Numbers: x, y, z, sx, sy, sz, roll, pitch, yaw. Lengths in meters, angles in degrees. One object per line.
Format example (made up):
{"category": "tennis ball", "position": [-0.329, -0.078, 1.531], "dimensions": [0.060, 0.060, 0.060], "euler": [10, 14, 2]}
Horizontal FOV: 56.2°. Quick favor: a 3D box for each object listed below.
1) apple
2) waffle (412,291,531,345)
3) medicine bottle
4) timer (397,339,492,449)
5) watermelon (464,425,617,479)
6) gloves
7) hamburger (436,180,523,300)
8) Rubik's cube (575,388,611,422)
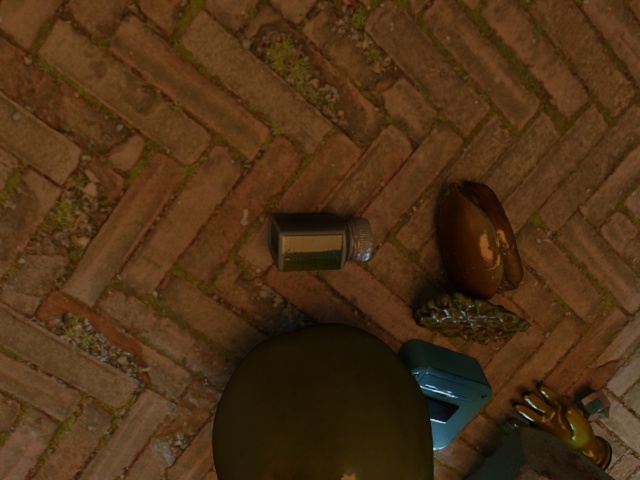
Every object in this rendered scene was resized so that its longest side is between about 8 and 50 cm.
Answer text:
{"category": "apple", "position": [0.007, 0.401, 1.166], "dimensions": [0.473, 0.473, 0.474], "euler": [-4, 111, -12]}
{"category": "waffle", "position": [0.310, 0.166, 1.288], "dimensions": [0.204, 0.223, 0.054], "euler": [16, 66, -11]}
{"category": "medicine bottle", "position": [0.000, 0.000, 1.174], "dimensions": [0.188, 0.132, 0.088], "euler": [-1, 109, -13]}
{"category": "timer", "position": [0.248, 0.376, 1.420], "dimensions": [0.231, 0.091, 0.250], "euler": [21, 115, -20]}
{"category": "watermelon", "position": [0.516, 0.577, 1.444], "dimensions": [0.387, 0.228, 0.258], "euler": [-8, 95, 24]}
{"category": "gloves", "position": [0.596, 0.475, 1.517], "dimensions": [0.294, 0.116, 0.133], "euler": [40, 93, -17]}
{"category": "hamburger", "position": [0.332, 0.015, 1.247], "dimensions": [0.144, 0.156, 0.283], "euler": [-22, 116, -4]}
{"category": "Rubik's cube", "position": [0.700, 0.426, 1.524], "dimensions": [0.075, 0.073, 0.084], "euler": [-36, 157, 11]}
